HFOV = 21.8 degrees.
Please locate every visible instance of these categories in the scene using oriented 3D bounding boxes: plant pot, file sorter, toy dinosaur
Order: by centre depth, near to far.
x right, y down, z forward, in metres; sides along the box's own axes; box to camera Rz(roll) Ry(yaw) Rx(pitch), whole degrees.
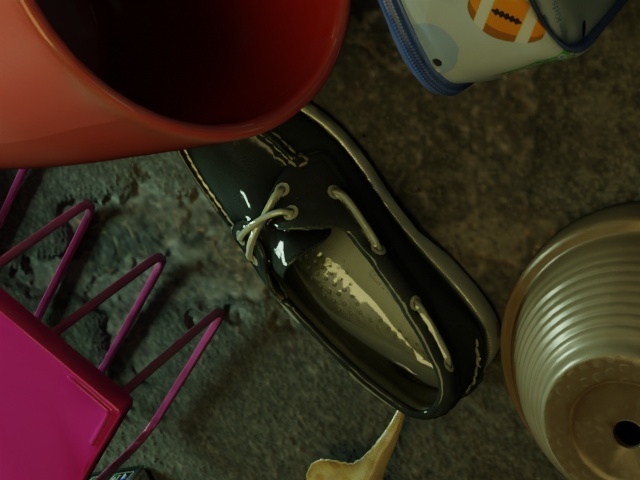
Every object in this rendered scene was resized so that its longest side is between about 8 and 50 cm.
[{"bbox_3d":[-0.159,-0.167,1.085,0.243,0.275,0.275,-16,107,46],"label":"plant pot"},{"bbox_3d":[0.219,0.102,1.094,0.237,0.110,0.237,14,122,24],"label":"plant pot"},{"bbox_3d":[0.033,0.199,1.287,0.092,0.053,0.183,44,128,4],"label":"toy dinosaur"},{"bbox_3d":[-0.250,0.057,1.291,0.291,0.182,0.202,39,128,8],"label":"file sorter"}]

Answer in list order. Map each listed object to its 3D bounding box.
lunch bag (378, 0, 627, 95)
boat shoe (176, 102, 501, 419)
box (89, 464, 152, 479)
[{"bbox_3d":[0.074,-0.244,0.908,0.115,0.243,0.303,-14,108,34],"label":"lunch bag"},{"bbox_3d":[0.000,0.000,1.174,0.302,0.091,0.114,40,127,5],"label":"boat shoe"},{"bbox_3d":[-0.255,0.266,1.400,0.184,0.190,0.045,-10,112,34],"label":"box"}]
